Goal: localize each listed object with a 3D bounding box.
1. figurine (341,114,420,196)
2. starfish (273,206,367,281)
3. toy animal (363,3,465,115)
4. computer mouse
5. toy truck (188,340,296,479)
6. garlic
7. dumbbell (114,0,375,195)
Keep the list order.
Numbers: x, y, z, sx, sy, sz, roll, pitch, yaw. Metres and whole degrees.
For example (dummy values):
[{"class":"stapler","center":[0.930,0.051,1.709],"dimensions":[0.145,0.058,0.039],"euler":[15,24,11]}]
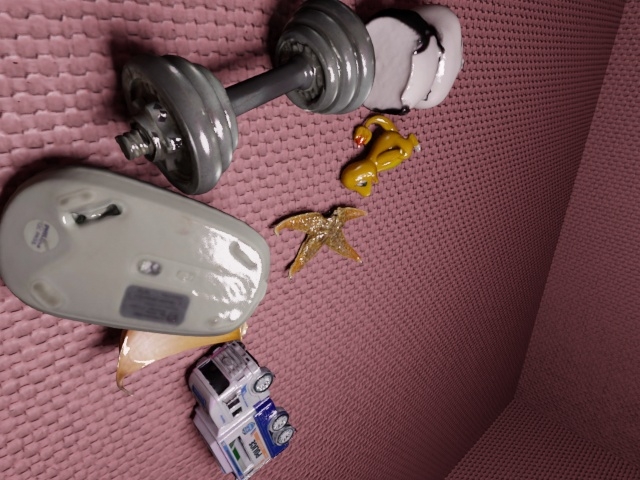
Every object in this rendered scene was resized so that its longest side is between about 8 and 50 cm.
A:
[{"class":"figurine","center":[0.106,-0.179,0.911],"dimensions":[0.176,0.121,0.122],"euler":[-45,108,-9]},{"class":"starfish","center":[-0.001,0.001,0.908],"dimensions":[0.248,0.050,0.138],"euler":[-10,117,-37]},{"class":"toy animal","center":[0.174,-0.342,0.829],"dimensions":[0.235,0.165,0.187],"euler":[-25,138,-38]},{"class":"computer mouse","center":[-0.228,0.024,0.577],"dimensions":[0.331,0.095,0.197],"euler":[20,102,-26]},{"class":"toy truck","center":[-0.159,0.325,0.838],"dimensions":[0.155,0.124,0.267],"euler":[-33,132,-26]},{"class":"garlic","center":[-0.225,0.128,0.682],"dimensions":[0.207,0.115,0.128],"euler":[-23,91,-26]},{"class":"dumbbell","center":[-0.085,-0.208,0.609],"dimensions":[0.406,0.179,0.179],"euler":[-36,132,-29]}]
